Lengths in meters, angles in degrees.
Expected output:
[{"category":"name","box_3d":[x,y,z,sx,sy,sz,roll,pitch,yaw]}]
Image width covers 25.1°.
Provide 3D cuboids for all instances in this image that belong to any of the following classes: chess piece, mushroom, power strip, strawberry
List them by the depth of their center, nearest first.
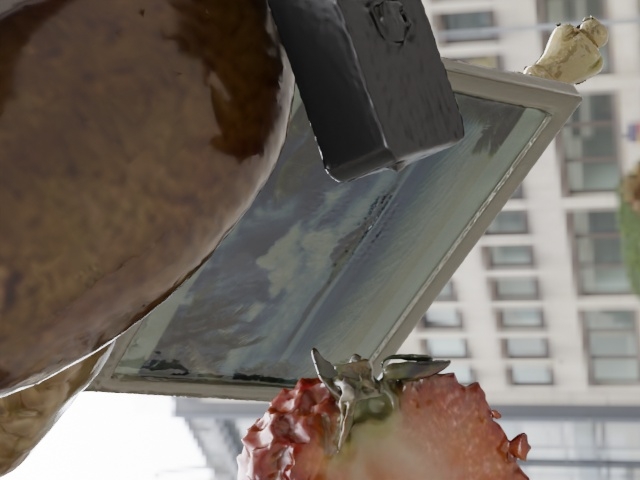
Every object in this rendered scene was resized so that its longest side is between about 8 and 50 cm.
[{"category":"power strip","box_3d":[0.006,-0.073,0.405,0.038,0.029,0.111,-19,-90,-44]},{"category":"mushroom","box_3d":[-0.127,-0.055,0.497,0.254,0.267,0.267,67,-155,-77]},{"category":"strawberry","box_3d":[0.031,0.171,0.819,0.107,0.175,0.236,-160,69,-67]},{"category":"chess piece","box_3d":[0.153,-0.104,1.093,0.172,0.060,0.060,-46,-26,-4]}]

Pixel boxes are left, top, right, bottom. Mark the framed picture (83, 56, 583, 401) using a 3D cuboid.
[{"category":"framed picture","box_3d":[0.000,0.000,0.944,0.315,0.232,0.024,-57,41,35]}]
